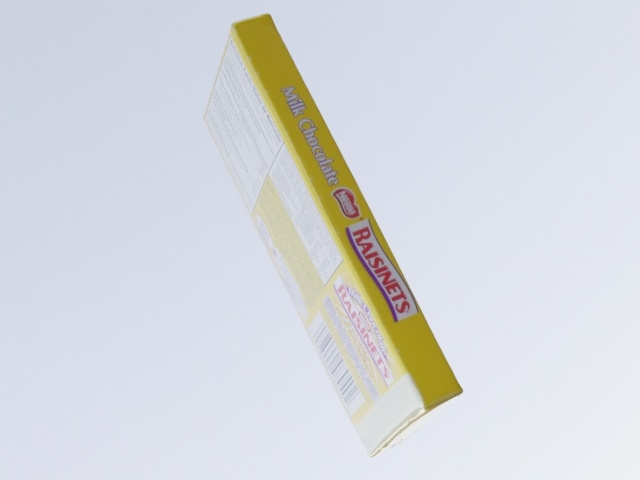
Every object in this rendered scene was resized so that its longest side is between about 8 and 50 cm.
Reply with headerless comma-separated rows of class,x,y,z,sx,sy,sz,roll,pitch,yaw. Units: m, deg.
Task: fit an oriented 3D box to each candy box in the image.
candy box,0.000,0.000,0.724,0.027,0.206,0.105,-21,-14,-22
